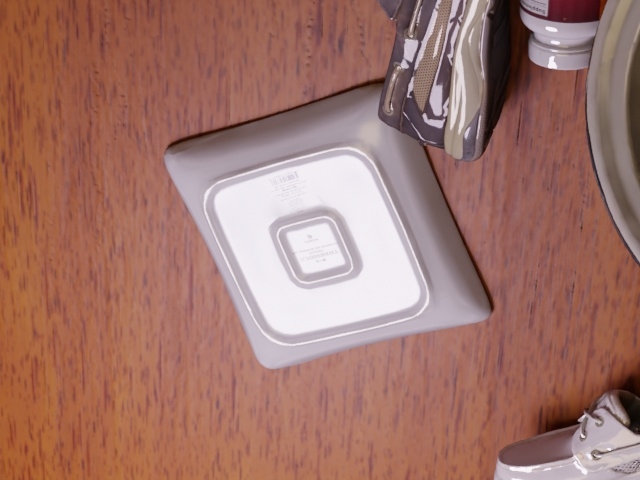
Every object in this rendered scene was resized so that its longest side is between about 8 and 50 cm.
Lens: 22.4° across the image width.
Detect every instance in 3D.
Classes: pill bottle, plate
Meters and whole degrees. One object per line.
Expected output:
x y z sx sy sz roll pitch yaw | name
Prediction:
0.220 -0.232 1.425 0.086 0.086 0.152 8 120 15 | pill bottle
0.000 0.000 1.653 0.277 0.045 0.278 -14 111 26 | plate

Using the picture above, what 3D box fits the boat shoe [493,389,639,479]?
0.302 0.191 1.625 0.277 0.098 0.096 -13 112 15 | boat shoe

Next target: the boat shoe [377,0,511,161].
0.105 -0.236 1.437 0.130 0.132 0.355 11 119 13 | boat shoe

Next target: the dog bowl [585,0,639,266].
0.427 -0.110 1.301 0.408 0.150 0.407 4 97 38 | dog bowl
